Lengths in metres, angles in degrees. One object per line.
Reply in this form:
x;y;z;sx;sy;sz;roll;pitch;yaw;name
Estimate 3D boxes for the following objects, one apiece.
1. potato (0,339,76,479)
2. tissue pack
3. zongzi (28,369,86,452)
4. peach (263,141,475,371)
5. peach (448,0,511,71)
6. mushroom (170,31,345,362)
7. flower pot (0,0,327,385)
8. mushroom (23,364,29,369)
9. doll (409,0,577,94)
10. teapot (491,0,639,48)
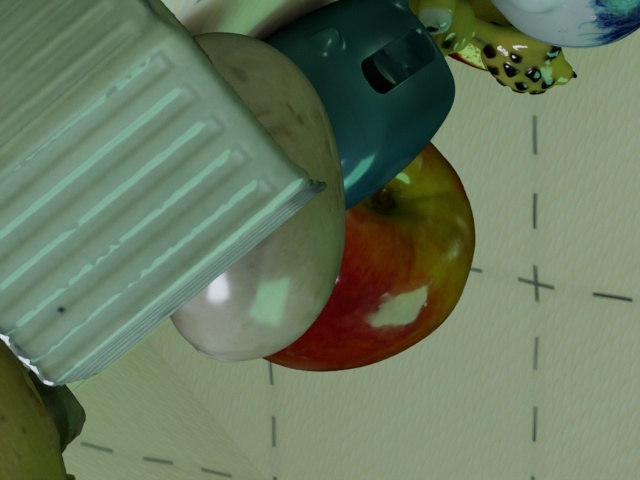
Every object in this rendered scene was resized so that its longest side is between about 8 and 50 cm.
-0.340;0.272;1.313;0.385;0.319;0.442;-16;150;-45;potato
0.019;-0.146;1.947;0.206;0.198;0.287;-40;177;35;tissue pack
-0.527;0.317;2.456;0.393;0.174;0.356;-34;174;3;zongzi
0.000;0.000;2.415;0.388;0.388;0.388;-40;178;-2;peach
0.212;-0.296;2.281;0.190;0.192;0.190;-37;170;-8;peach
-0.127;-0.032;1.618;0.290;0.292;0.292;-9;-176;11;mushroom
-0.137;-0.054;1.042;0.189;0.239;0.209;-39;148;2;flower pot
-0.326;0.080;1.936;0.096;0.099;0.278;-20;-165;18;mushroom
0.182;-0.245;2.179;0.117;0.291;0.086;-24;-128;48;doll
0.296;-0.371;2.063;0.424;0.252;0.280;-46;146;-43;teapot
